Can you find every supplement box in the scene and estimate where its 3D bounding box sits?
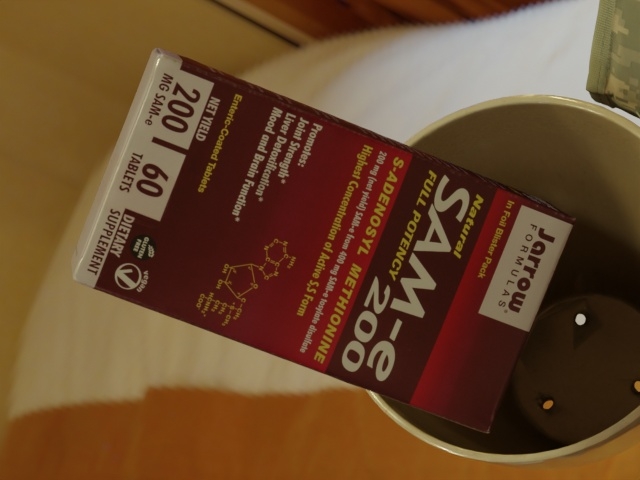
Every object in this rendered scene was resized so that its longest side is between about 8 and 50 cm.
[{"bbox_3d":[0.000,0.000,1.071,0.073,0.239,0.130,-132,63,-79],"label":"supplement box"}]

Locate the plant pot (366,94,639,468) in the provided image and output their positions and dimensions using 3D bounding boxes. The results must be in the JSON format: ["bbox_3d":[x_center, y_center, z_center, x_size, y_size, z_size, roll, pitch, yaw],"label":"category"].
[{"bbox_3d":[0.171,0.061,1.450,0.256,0.274,0.256,-5,72,16],"label":"plant pot"}]

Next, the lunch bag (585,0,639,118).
[{"bbox_3d":[0.302,-0.163,1.109,0.235,0.169,0.287,24,90,23],"label":"lunch bag"}]
